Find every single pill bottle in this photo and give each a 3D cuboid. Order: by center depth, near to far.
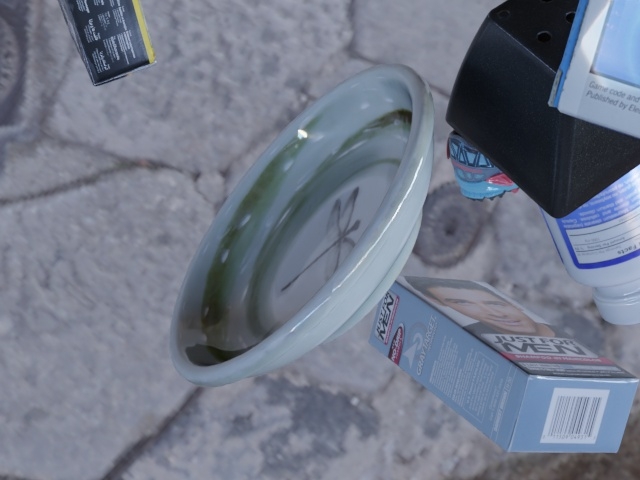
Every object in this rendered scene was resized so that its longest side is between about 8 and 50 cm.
[{"bbox_3d":[0.350,-0.039,1.743,0.152,0.152,0.272,-34,111,-20],"label":"pill bottle"}]

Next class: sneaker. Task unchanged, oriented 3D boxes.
[{"bbox_3d":[0.290,-0.144,1.918,0.261,0.104,0.125,-20,113,19],"label":"sneaker"}]

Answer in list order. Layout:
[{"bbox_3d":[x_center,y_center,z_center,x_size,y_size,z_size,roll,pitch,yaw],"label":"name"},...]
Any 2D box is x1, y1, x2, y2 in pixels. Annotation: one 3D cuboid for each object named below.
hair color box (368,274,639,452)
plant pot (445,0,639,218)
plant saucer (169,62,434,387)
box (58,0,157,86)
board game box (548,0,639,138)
[{"bbox_3d":[0.242,0.164,1.971,0.185,0.374,0.114,5,105,-30],"label":"hair color box"},{"bbox_3d":[0.256,-0.171,1.473,0.187,0.188,0.167,-33,149,-17],"label":"plant pot"},{"bbox_3d":[0.000,0.000,1.502,0.100,0.400,0.400,38,85,-22],"label":"plant saucer"},{"bbox_3d":[-0.262,-0.355,1.415,0.079,0.257,0.322,-22,141,-10],"label":"box"},{"bbox_3d":[0.252,-0.134,0.374,0.086,0.308,0.302,-35,143,-60],"label":"board game box"}]
